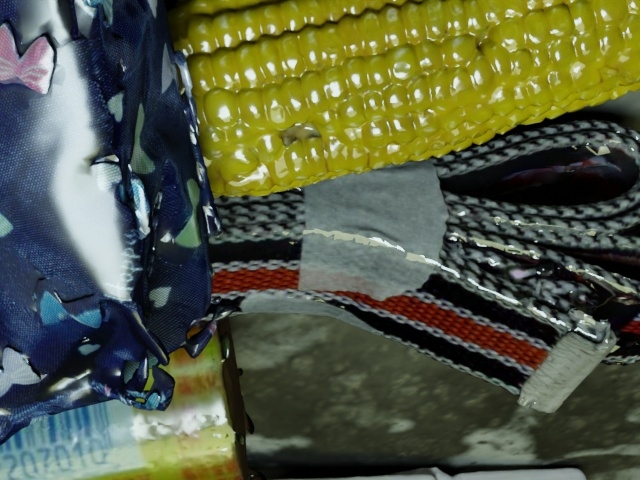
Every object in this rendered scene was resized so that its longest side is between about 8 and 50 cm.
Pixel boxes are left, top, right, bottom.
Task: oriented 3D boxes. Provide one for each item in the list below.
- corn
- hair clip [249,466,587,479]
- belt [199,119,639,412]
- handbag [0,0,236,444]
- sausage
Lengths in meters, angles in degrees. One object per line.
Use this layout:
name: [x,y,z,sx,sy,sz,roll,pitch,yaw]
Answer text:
corn: [0.034,-0.078,0.596,0.261,0.097,0.097,-13,143,3]
hair clip: [0.024,0.204,0.967,0.330,0.085,0.101,3,143,-18]
belt: [0.000,0.000,0.681,0.359,0.126,0.094,6,150,-10]
handbag: [-0.129,-0.054,0.521,0.162,0.113,0.260,-8,111,15]
sausage: [-0.188,0.105,0.774,0.317,0.117,0.125,-10,136,6]
